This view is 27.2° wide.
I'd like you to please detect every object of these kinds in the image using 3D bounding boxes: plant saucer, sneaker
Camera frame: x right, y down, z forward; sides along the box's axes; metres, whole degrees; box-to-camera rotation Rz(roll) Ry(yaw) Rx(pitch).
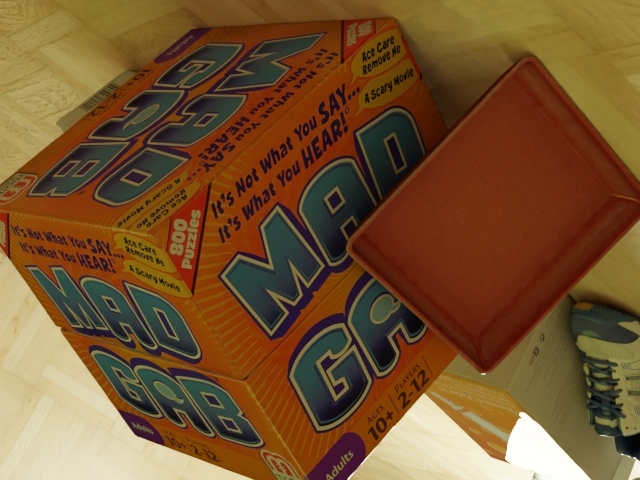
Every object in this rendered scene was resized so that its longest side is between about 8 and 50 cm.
[{"bbox_3d":[0.178,-0.025,1.342,0.258,0.259,0.048,42,-178,-36],"label":"plant saucer"},{"bbox_3d":[0.406,0.196,1.769,0.112,0.131,0.296,13,156,45],"label":"sneaker"}]

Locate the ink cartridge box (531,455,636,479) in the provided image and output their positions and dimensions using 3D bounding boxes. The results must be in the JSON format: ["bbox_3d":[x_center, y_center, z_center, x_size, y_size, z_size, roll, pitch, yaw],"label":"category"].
[{"bbox_3d":[0.465,0.415,2.363,0.153,0.086,0.208,25,161,12],"label":"ink cartridge box"}]

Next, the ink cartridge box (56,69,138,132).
[{"bbox_3d":[-0.179,-0.052,1.744,0.309,0.130,0.272,57,167,-26],"label":"ink cartridge box"}]

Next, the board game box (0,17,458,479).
[{"bbox_3d":[-0.074,0.006,1.448,0.357,0.356,0.356,8,134,49],"label":"board game box"}]

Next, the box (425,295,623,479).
[{"bbox_3d":[0.286,0.195,1.883,0.215,0.168,0.345,12,156,43],"label":"box"}]

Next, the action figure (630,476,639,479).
[{"bbox_3d":[0.494,0.363,1.962,0.063,0.232,0.137,59,147,29],"label":"action figure"}]
